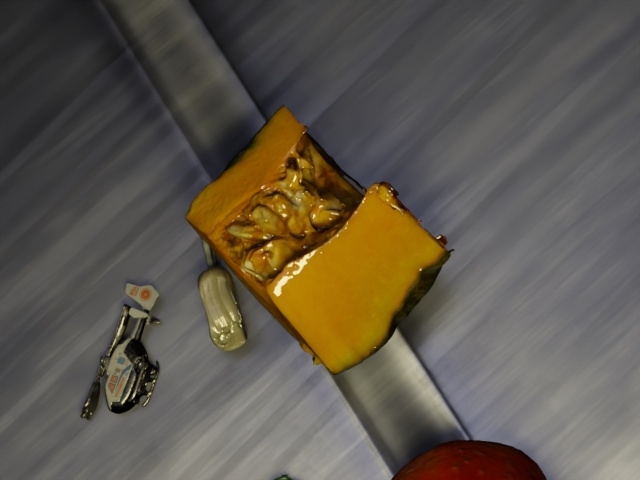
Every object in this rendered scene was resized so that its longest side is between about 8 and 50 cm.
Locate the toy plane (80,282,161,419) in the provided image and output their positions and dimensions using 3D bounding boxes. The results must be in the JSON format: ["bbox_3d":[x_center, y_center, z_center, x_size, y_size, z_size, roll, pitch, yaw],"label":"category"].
[{"bbox_3d":[-0.256,0.154,2.010,0.078,0.053,0.197,13,81,21],"label":"toy plane"}]

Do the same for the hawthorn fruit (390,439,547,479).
[{"bbox_3d":[0.175,0.376,1.744,0.287,0.330,0.287,-2,82,17],"label":"hawthorn fruit"}]

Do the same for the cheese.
[{"bbox_3d":[-0.138,0.064,1.995,0.047,0.092,0.171,-15,72,-2],"label":"cheese"}]

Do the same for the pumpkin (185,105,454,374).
[{"bbox_3d":[0.000,0.000,1.914,0.225,0.256,0.303,-42,54,-2],"label":"pumpkin"}]

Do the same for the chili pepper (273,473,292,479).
[{"bbox_3d":[0.005,0.388,1.902,0.108,0.062,0.216,-32,72,-8],"label":"chili pepper"}]
